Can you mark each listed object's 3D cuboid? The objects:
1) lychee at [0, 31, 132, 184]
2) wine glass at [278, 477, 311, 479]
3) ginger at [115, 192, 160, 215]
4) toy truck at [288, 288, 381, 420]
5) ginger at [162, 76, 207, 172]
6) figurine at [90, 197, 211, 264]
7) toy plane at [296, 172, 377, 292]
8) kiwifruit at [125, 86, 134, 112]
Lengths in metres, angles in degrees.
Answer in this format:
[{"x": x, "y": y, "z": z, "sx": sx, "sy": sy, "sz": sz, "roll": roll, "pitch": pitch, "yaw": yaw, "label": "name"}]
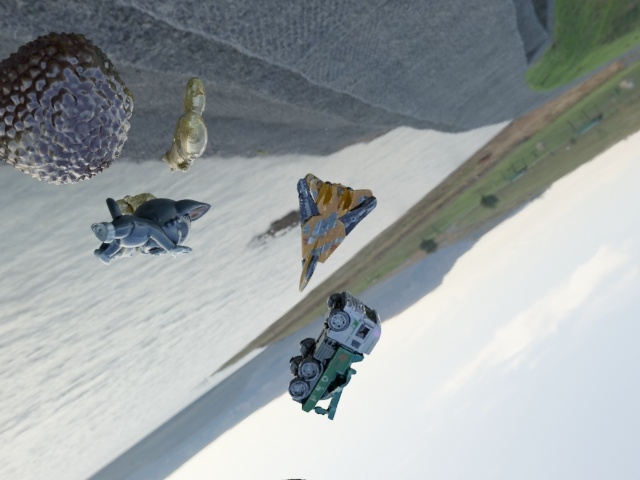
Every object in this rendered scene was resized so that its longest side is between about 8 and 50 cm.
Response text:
[{"x": -0.429, "y": -0.220, "z": 0.962, "sx": 0.236, "sy": 0.236, "sz": 0.271, "roll": -31, "pitch": 171, "yaw": -43, "label": "lychee"}, {"x": -0.035, "y": 0.422, "z": 0.708, "sx": 0.103, "sy": 0.231, "sz": 0.103, "roll": 7, "pitch": -172, "yaw": -1, "label": "wine glass"}, {"x": -0.499, "y": -0.086, "z": 1.713, "sx": 0.115, "sy": 0.081, "sz": 0.205, "roll": -47, "pitch": 144, "yaw": 4, "label": "ginger"}, {"x": 0.033, "y": 0.325, "z": 1.638, "sx": 0.363, "sy": 0.178, "sz": 0.176, "roll": -63, "pitch": -173, "yaw": 13, "label": "toy truck"}, {"x": -0.456, "y": -0.340, "z": 2.012, "sx": 0.122, "sy": 0.363, "sz": 0.348, "roll": 3, "pitch": 127, "yaw": -24, "label": "ginger"}, {"x": -0.368, "y": -0.022, "z": 1.173, "sx": 0.193, "sy": 0.140, "sz": 0.265, "roll": -19, "pitch": 163, "yaw": 25, "label": "figurine"}, {"x": -0.001, "y": -0.007, "z": 1.461, "sx": 0.103, "sy": 0.204, "sz": 0.316, "roll": -97, "pitch": -155, "yaw": -53, "label": "toy plane"}, {"x": -0.425, "y": -0.259, "z": 1.180, "sx": 0.124, "sy": 0.075, "sz": 0.075, "roll": -64, "pitch": 172, "yaw": 3, "label": "kiwifruit"}]
